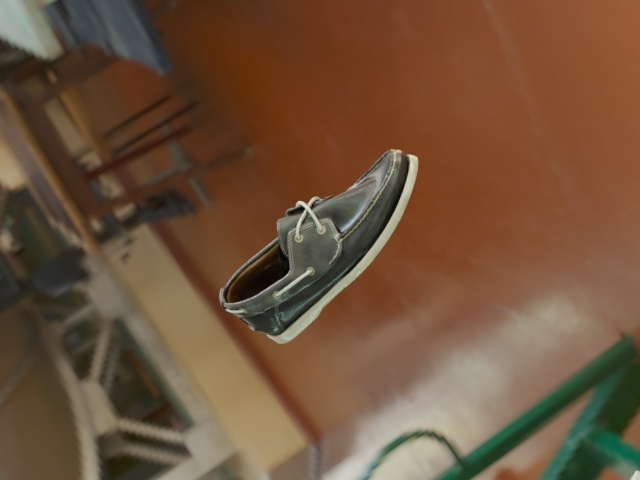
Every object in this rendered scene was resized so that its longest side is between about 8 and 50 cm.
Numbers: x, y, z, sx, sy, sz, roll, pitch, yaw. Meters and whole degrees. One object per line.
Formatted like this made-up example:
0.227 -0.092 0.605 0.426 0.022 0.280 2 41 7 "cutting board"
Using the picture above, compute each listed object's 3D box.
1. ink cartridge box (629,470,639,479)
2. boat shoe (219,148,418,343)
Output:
0.279 0.270 1.360 0.088 0.122 0.052 28 139 8 "ink cartridge box"
0.000 0.000 1.450 0.079 0.233 0.084 33 -150 -21 "boat shoe"
